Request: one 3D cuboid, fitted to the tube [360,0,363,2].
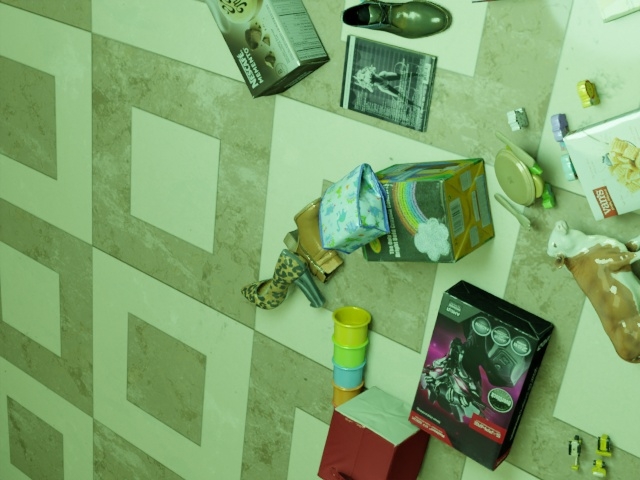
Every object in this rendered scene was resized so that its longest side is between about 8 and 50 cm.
[{"bbox_3d":[0.129,-0.579,1.758,0.207,0.052,0.080,-34,75,48],"label":"tube"}]

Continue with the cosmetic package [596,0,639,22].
[{"bbox_3d":[0.540,-0.424,1.488,0.115,0.041,0.060,-17,96,41],"label":"cosmetic package"}]

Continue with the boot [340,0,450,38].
[{"bbox_3d":[0.147,-0.447,1.749,0.219,0.106,0.082,14,115,35],"label":"boot"}]

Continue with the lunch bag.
[{"bbox_3d":[0.064,-0.065,1.738,0.129,0.096,0.151,-32,58,43],"label":"lunch bag"}]

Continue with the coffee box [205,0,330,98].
[{"bbox_3d":[-0.129,-0.493,1.943,0.168,0.119,0.297,-26,90,40],"label":"coffee box"}]

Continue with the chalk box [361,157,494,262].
[{"bbox_3d":[0.189,-0.063,1.819,0.289,0.179,0.180,2,108,39],"label":"chalk box"}]

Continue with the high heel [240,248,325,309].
[{"bbox_3d":[-0.125,0.083,2.136,0.261,0.093,0.186,1,134,36],"label":"high heel"}]

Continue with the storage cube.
[{"bbox_3d":[0.132,0.493,2.060,0.184,0.215,0.193,26,115,30],"label":"storage cube"}]

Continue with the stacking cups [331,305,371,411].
[{"bbox_3d":[0.072,0.317,2.129,0.096,0.096,0.316,20,124,32],"label":"stacking cups"}]

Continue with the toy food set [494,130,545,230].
[{"bbox_3d":[0.390,-0.124,1.687,0.132,0.039,0.192,51,162,39],"label":"toy food set"}]

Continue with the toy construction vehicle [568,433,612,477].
[{"bbox_3d":[0.568,0.446,1.811,0.086,0.035,0.098,3,111,26],"label":"toy construction vehicle"}]

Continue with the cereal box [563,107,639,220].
[{"bbox_3d":[0.577,-0.148,1.530,0.240,0.047,0.173,-19,101,32],"label":"cereal box"}]

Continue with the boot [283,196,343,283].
[{"bbox_3d":[0.000,0.000,2.065,0.152,0.073,0.197,48,142,16],"label":"boot"}]

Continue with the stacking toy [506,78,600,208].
[{"bbox_3d":[0.466,-0.176,1.636,0.167,0.052,0.221,-16,97,41],"label":"stacking toy"}]

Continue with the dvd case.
[{"bbox_3d":[0.142,-0.339,1.854,0.221,0.018,0.164,22,121,30],"label":"dvd case"}]

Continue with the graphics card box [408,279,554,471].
[{"bbox_3d":[0.344,0.298,1.889,0.233,0.094,0.370,28,122,28],"label":"graphics card box"}]

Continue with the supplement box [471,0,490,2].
[{"bbox_3d":[0.389,-0.508,1.556,0.240,0.073,0.130,4,109,38],"label":"supplement box"}]

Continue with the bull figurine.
[{"bbox_3d":[0.563,0.077,1.623,0.188,0.101,0.310,-32,86,40],"label":"bull figurine"}]
